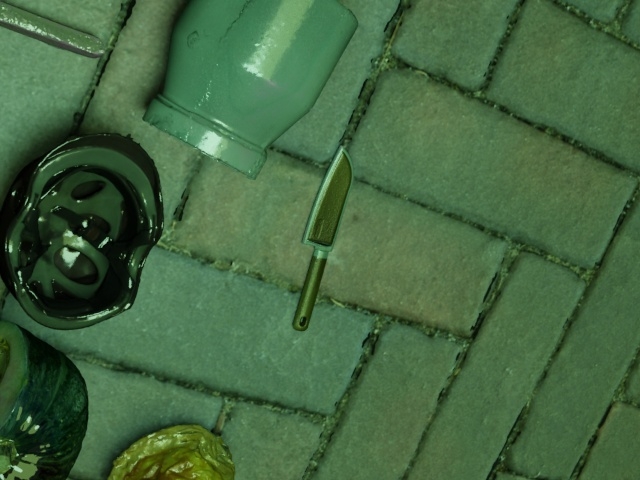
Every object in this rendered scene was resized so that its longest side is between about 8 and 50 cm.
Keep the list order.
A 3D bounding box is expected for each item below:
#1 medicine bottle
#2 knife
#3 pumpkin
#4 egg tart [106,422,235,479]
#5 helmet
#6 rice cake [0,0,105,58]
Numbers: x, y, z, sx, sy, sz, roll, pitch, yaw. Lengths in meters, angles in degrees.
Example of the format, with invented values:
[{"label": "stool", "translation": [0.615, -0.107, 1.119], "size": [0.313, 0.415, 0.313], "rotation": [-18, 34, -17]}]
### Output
[{"label": "medicine bottle", "translation": [-0.114, -0.260, 1.579], "size": [0.245, 0.245, 0.289], "rotation": [28, 93, -31]}, {"label": "knife", "translation": [-0.001, 0.000, 1.856], "size": [0.061, 0.027, 0.342], "rotation": [12, 102, -25]}, {"label": "pumpkin", "translation": [-0.462, 0.299, 1.602], "size": [0.197, 0.263, 0.293], "rotation": [35, 93, -35]}, {"label": "egg tart", "translation": [-0.262, 0.412, 1.830], "size": [0.241, 0.106, 0.241], "rotation": [-9, 114, -21]}, {"label": "helmet", "translation": [-0.371, -0.027, 1.578], "size": [0.225, 0.177, 0.305], "rotation": [16, 93, -36]}, {"label": "rice cake", "translation": [-0.408, -0.309, 1.532], "size": [0.207, 0.047, 0.036], "rotation": [18, 93, -31]}]
